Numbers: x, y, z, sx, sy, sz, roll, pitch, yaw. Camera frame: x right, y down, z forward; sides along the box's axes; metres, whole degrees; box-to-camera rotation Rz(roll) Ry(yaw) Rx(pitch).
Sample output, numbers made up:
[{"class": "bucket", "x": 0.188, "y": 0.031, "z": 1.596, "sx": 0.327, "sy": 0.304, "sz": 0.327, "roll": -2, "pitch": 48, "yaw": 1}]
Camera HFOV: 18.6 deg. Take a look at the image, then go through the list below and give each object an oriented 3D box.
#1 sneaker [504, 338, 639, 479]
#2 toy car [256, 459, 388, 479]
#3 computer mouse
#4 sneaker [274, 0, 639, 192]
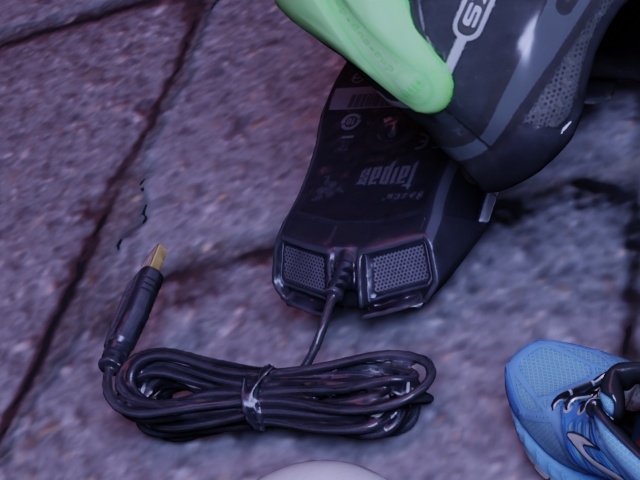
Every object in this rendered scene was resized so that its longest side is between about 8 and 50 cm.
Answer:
[{"class": "sneaker", "x": 0.120, "y": 0.064, "z": 0.718, "sx": 0.063, "sy": 0.073, "sz": 0.162, "roll": -37, "pitch": 31, "yaw": -15}, {"class": "toy car", "x": -0.010, "y": 0.155, "z": 0.641, "sx": 0.182, "sy": 0.159, "sz": 0.136, "roll": -15, "pitch": 66, "yaw": 22}, {"class": "computer mouse", "x": 0.000, "y": 0.000, "z": 0.943, "sx": 0.184, "sy": 0.060, "sz": 0.262, "roll": -6, "pitch": 48, "yaw": 27}, {"class": "sneaker", "x": 0.179, "y": -0.157, "z": 0.945, "sx": 0.483, "sy": 0.202, "sz": 0.185, "roll": -30, "pitch": -5, "yaw": -35}]
